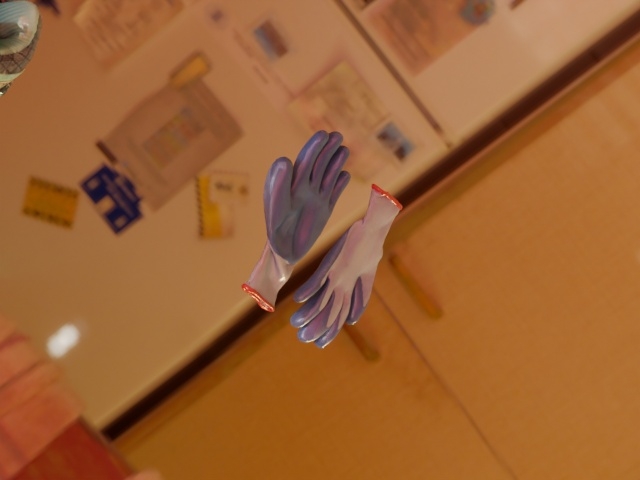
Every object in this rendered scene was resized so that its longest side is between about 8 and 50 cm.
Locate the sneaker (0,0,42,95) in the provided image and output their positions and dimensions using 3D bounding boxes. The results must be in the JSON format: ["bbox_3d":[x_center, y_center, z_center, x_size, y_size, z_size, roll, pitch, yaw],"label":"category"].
[{"bbox_3d":[-0.183,-0.067,0.499,0.122,0.283,0.110,16,19,13],"label":"sneaker"}]

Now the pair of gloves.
[{"bbox_3d":[0.000,0.000,1.050,0.023,0.159,0.198,19,-13,36],"label":"pair of gloves"}]
